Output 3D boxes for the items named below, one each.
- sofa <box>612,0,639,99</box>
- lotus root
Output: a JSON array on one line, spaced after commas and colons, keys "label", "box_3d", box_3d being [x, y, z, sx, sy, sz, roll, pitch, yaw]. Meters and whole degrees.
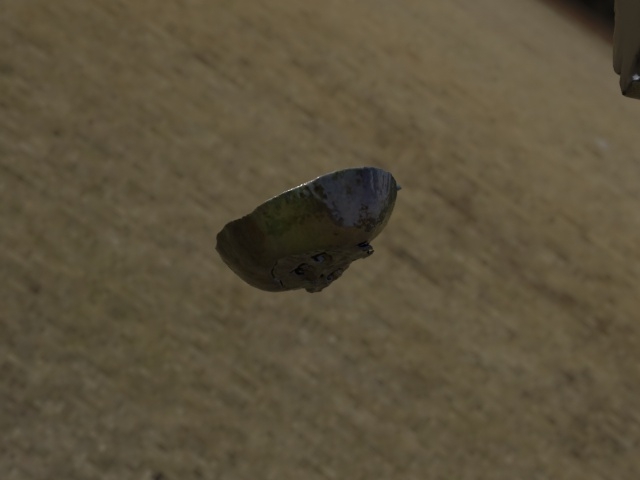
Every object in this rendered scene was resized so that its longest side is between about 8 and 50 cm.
[{"label": "sofa", "box_3d": [0.317, -0.207, 1.252, 0.200, 0.258, 0.182, 10, -15, -1]}, {"label": "lotus root", "box_3d": [-0.004, 0.002, 1.898, 0.183, 0.203, 0.078, 53, 15, -73]}]
